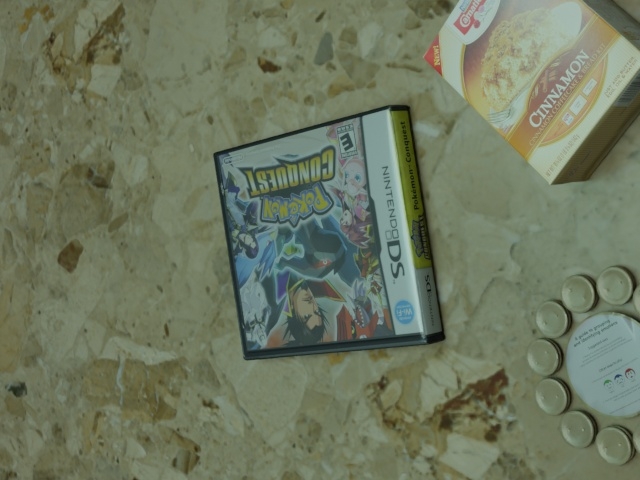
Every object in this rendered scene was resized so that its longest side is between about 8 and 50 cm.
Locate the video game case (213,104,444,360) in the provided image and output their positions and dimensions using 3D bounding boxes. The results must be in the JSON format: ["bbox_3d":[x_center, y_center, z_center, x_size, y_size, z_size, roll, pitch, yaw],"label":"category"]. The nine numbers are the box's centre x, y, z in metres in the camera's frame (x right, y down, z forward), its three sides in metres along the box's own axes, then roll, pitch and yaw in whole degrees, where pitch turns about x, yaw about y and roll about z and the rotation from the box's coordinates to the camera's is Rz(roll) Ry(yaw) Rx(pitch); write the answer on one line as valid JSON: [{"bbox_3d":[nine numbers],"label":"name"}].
[{"bbox_3d":[0.000,0.000,1.252,0.275,0.035,0.248,-10,88,42],"label":"video game case"}]

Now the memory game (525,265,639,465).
[{"bbox_3d":[0.269,0.115,1.042,0.186,0.012,0.186,6,99,42],"label":"memory game"}]

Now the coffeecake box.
[{"bbox_3d":[0.204,-0.165,1.033,0.185,0.068,0.142,50,125,27],"label":"coffeecake box"}]
